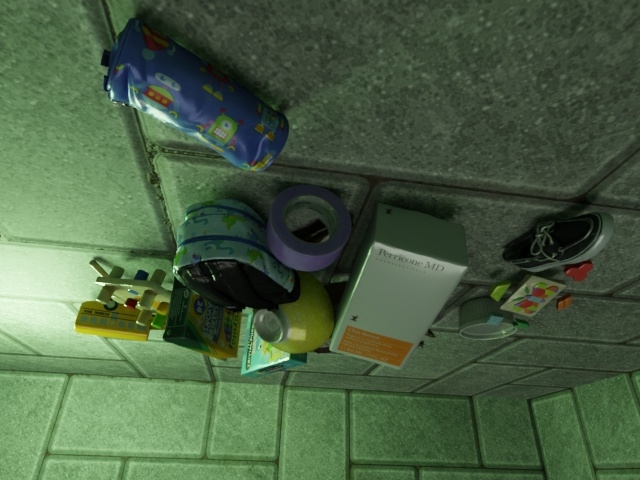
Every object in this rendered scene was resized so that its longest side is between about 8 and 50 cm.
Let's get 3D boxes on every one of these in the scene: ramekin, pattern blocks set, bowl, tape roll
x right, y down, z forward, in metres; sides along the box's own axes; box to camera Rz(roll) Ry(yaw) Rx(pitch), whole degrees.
[{"bbox_3d":[0.625,0.295,1.560,0.207,0.109,0.207,1,149,1],"label":"ramekin"},{"bbox_3d":[0.690,0.180,1.337,0.285,0.026,0.325,4,131,-4],"label":"pattern blocks set"},{"bbox_3d":[-0.116,0.239,1.287,0.289,0.290,0.156,-22,-179,35],"label":"bowl"},{"bbox_3d":[-0.029,-0.030,0.949,0.188,0.189,0.080,8,149,-10],"label":"tape roll"}]

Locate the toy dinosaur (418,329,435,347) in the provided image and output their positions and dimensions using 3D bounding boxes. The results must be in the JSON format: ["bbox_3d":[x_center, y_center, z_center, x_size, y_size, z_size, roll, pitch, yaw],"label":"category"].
[{"bbox_3d":[0.340,0.353,1.665,0.295,0.127,0.200,-16,146,35],"label":"toy dinosaur"}]

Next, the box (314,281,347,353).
[{"bbox_3d":[0.041,0.279,1.464,0.168,0.203,0.167,-9,149,18],"label":"box"}]

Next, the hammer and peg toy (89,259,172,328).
[{"bbox_3d":[-0.605,0.188,1.353,0.360,0.128,0.266,2,149,24],"label":"hammer and peg toy"}]

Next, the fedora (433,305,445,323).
[{"bbox_3d":[0.264,0.154,1.310,0.243,0.124,0.275,-25,127,34],"label":"fedora"}]

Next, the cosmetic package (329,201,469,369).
[{"bbox_3d":[0.190,0.142,1.106,0.229,0.162,0.454,15,131,0],"label":"cosmetic package"}]

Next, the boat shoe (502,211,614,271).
[{"bbox_3d":[0.589,0.001,1.057,0.104,0.113,0.306,13,164,-8],"label":"boat shoe"}]

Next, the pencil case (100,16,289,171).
[{"bbox_3d":[-0.202,-0.225,0.686,0.306,0.119,0.133,25,113,-34],"label":"pencil case"}]

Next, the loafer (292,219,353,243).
[{"bbox_3d":[0.000,0.000,1.108,0.220,0.079,0.080,-25,141,38],"label":"loafer"}]

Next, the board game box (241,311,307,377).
[{"bbox_3d":[-0.176,0.365,1.573,0.079,0.254,0.336,24,143,-32],"label":"board game box"}]

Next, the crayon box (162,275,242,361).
[{"bbox_3d":[-0.345,0.252,1.312,0.083,0.203,0.323,-9,151,19],"label":"crayon box"}]

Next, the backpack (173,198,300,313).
[{"bbox_3d":[-0.232,0.052,1.076,0.289,0.274,0.355,-4,169,15],"label":"backpack"}]

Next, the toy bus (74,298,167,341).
[{"bbox_3d":[-0.781,0.321,1.648,0.332,0.130,0.108,13,148,-19],"label":"toy bus"}]
